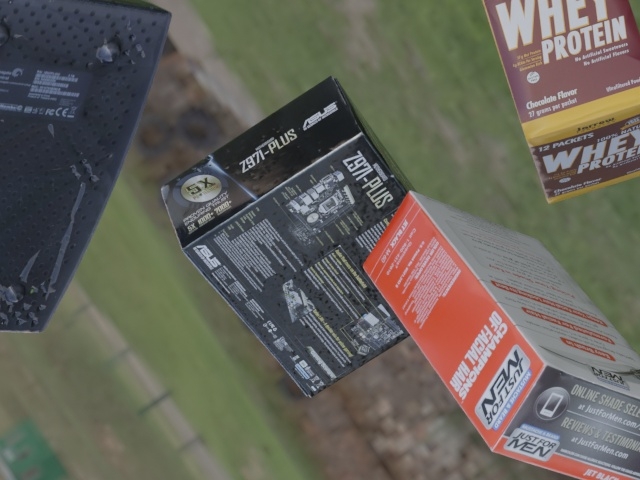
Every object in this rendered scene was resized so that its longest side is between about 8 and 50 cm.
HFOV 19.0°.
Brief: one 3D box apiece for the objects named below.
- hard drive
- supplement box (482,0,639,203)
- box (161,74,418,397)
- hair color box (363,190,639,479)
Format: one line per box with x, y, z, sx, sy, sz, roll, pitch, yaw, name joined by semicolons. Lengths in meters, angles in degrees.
-0.212;-0.056;1.244;0.172;0.255;0.054;4;-149;-39;hard drive
0.243;-0.166;1.830;0.194;0.129;0.191;53;-159;-69;supplement box
0.000;0.000;1.340;0.180;0.147;0.077;51;-171;-39;box
0.097;0.047;0.938;0.093;0.053;0.167;20;-161;-30;hair color box
